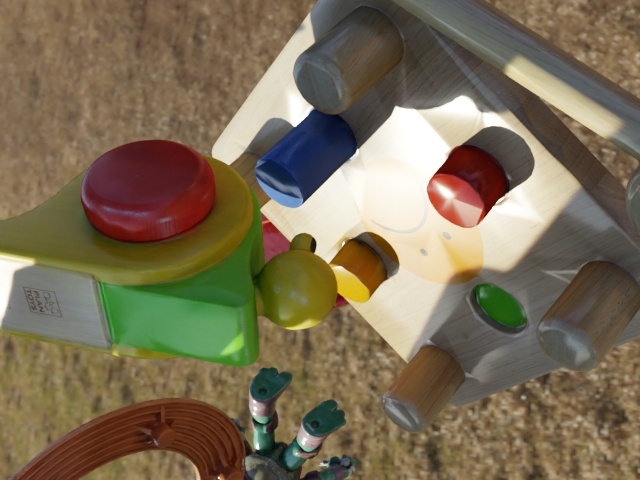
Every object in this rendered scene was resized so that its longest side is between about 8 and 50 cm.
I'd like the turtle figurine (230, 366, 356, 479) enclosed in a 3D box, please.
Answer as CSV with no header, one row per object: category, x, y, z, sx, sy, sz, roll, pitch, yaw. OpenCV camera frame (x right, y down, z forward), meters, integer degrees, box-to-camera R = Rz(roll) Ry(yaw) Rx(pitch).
turtle figurine,-0.045,0.262,1.223,0.118,0.175,0.234,-68,-6,-45

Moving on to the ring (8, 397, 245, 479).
ring,-0.205,0.298,1.000,0.032,0.337,0.336,39,114,37

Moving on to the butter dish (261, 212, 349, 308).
butter dish,0.000,0.000,0.847,0.160,0.160,0.118,-13,103,29

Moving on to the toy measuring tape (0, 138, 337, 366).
toy measuring tape,-0.147,-0.005,0.567,0.330,0.121,0.121,9,88,14

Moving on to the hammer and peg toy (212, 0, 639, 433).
hammer and peg toy,0.080,-0.042,0.572,0.127,0.266,0.361,-45,1,-31
